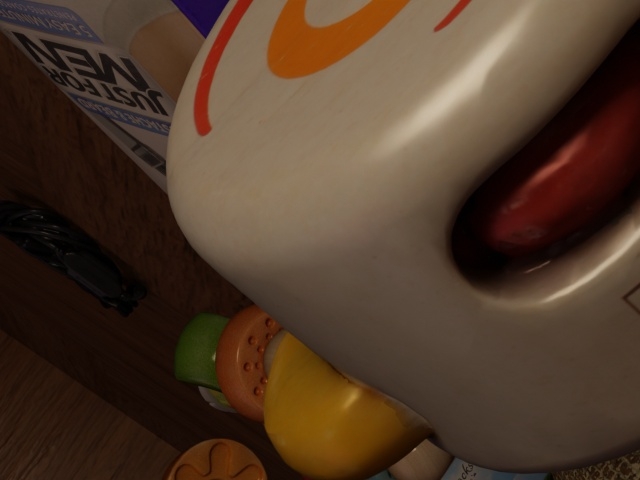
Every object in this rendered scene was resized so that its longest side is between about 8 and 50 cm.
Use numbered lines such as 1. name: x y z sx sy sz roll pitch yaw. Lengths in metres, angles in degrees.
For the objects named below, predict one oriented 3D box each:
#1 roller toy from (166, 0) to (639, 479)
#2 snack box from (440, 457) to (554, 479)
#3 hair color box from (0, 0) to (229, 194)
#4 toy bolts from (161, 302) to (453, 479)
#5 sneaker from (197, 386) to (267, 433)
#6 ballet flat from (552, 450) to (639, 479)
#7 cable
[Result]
1. roller toy: 0.064 -0.034 0.464 0.146 0.209 0.191 41 144 -26
2. snack box: 0.128 0.218 1.153 0.070 0.174 0.207 29 164 25
3. hair color box: -0.019 -0.070 0.712 0.185 0.110 0.339 17 158 47
4. toy bolts: -0.005 0.177 1.316 0.228 0.218 0.158 22 166 -29
5. sneaker: -0.033 0.148 1.499 0.094 0.081 0.208 8 157 46
6. ballet flat: 0.279 0.223 0.828 0.482 0.182 0.164 30 166 17
7. cable: -0.267 0.014 1.649 0.184 0.047 0.150 35 170 -11
